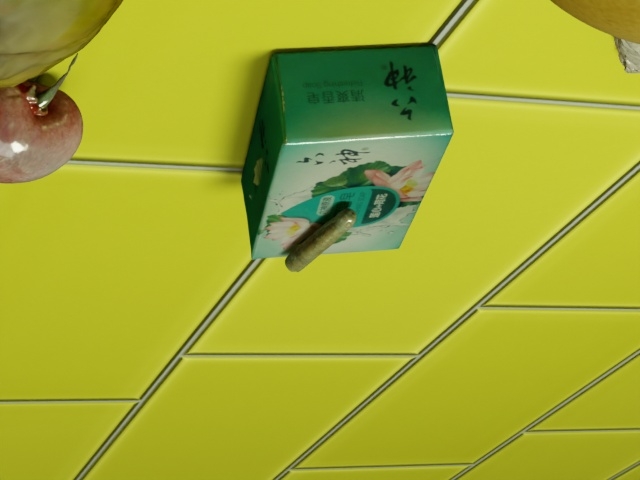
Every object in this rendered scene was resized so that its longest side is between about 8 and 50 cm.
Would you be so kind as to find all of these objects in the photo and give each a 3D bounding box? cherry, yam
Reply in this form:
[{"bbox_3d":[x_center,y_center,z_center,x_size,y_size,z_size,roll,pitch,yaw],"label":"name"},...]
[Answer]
[{"bbox_3d":[-0.253,-0.089,1.365,0.106,0.087,0.126,3,151,-16],"label":"cherry"},{"bbox_3d":[0.000,0.000,1.510,0.021,0.021,0.116,5,154,-29],"label":"yam"}]

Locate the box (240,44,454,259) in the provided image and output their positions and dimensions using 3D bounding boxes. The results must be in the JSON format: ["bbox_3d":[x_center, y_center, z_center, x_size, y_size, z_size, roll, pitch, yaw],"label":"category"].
[{"bbox_3d":[0.017,-0.075,1.488,0.153,0.092,0.245,-4,157,-11],"label":"box"}]

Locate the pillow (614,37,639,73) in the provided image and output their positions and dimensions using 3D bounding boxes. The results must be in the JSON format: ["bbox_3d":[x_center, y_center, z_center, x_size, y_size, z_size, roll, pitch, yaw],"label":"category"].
[{"bbox_3d":[0.301,-0.203,1.351,0.135,0.049,0.248,-18,158,10],"label":"pillow"}]

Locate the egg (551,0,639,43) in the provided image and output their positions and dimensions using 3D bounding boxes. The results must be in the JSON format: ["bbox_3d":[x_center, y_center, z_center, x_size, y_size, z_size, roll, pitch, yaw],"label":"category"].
[{"bbox_3d":[0.231,-0.238,0.990,0.250,0.250,0.322,-25,158,32],"label":"egg"}]

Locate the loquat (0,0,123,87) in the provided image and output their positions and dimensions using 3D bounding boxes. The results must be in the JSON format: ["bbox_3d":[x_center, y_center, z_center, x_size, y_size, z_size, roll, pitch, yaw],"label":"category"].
[{"bbox_3d":[-0.218,-0.204,0.874,0.276,0.283,0.276,-12,155,-6],"label":"loquat"}]
